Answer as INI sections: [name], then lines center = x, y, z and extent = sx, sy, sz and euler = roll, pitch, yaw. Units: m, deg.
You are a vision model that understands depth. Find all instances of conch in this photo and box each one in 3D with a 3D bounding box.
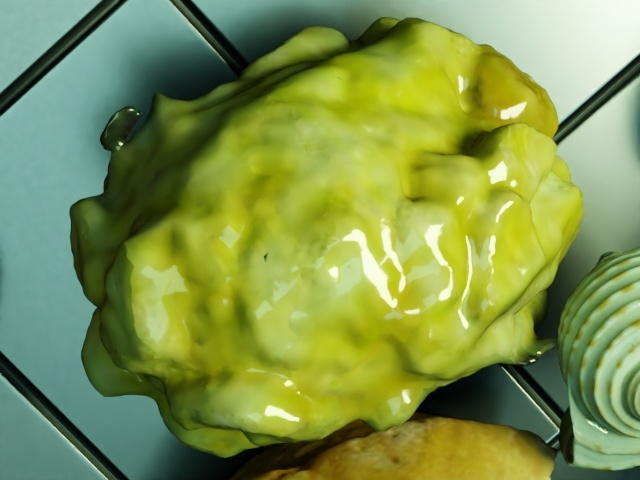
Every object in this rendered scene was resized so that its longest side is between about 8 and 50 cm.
[conch]
center = 0.178, 0.069, 0.964
extent = 0.102, 0.153, 0.135
euler = 26, 108, 12

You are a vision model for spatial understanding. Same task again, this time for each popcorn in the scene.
[popcorn]
center = 0.000, 0.000, 0.936
extent = 0.286, 0.252, 0.215
euler = -27, 98, -40

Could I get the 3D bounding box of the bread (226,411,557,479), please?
[bread]
center = -0.011, 0.229, 1.024
extent = 0.179, 0.194, 0.340
euler = 23, 99, -5
